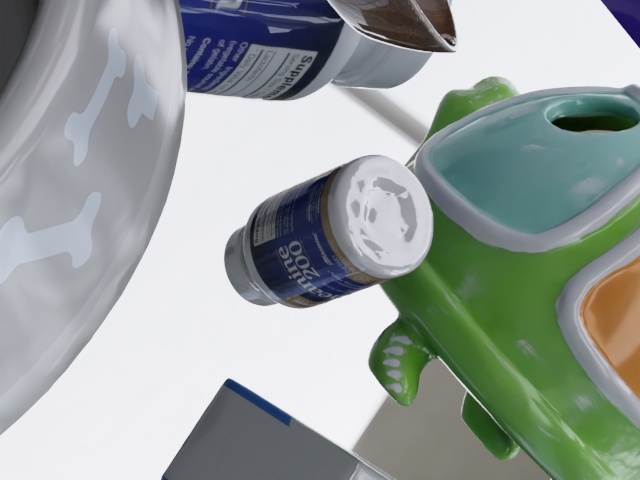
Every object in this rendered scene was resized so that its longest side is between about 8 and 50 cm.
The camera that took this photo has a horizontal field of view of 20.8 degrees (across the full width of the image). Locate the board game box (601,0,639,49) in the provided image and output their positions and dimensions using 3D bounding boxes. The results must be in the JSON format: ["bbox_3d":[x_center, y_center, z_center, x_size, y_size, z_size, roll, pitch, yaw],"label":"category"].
[{"bbox_3d":[0.155,-0.233,0.759,0.233,0.347,0.078,-26,162,-34],"label":"board game box"}]

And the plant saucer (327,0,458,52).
[{"bbox_3d":[-0.003,-0.132,0.569,0.029,0.168,0.168,-24,-154,11],"label":"plant saucer"}]

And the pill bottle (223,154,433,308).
[{"bbox_3d":[0.000,0.000,0.946,0.120,0.067,0.067,-22,-144,51],"label":"pill bottle"}]

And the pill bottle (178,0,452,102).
[{"bbox_3d":[-0.063,-0.158,0.986,0.153,0.265,0.153,-4,-95,55],"label":"pill bottle"}]

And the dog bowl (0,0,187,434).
[{"bbox_3d":[-0.218,-0.074,0.554,0.102,0.349,0.348,96,19,-64],"label":"dog bowl"}]

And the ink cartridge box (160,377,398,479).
[{"bbox_3d":[0.021,0.187,1.125,0.148,0.203,0.086,25,-99,48],"label":"ink cartridge box"}]

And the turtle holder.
[{"bbox_3d":[0.148,0.021,1.087,0.227,0.243,0.320,-43,-175,6],"label":"turtle holder"}]
